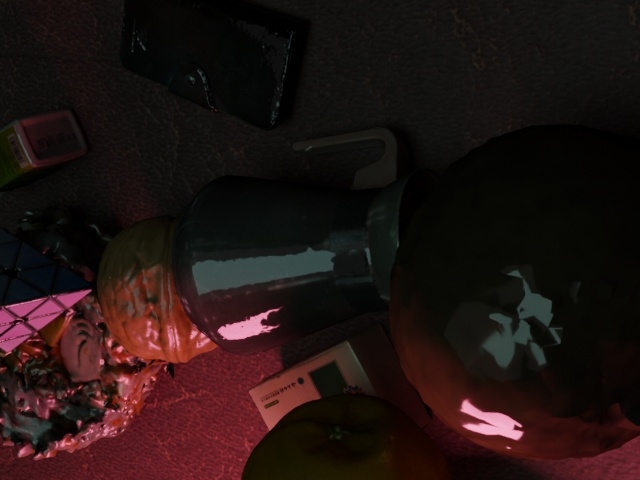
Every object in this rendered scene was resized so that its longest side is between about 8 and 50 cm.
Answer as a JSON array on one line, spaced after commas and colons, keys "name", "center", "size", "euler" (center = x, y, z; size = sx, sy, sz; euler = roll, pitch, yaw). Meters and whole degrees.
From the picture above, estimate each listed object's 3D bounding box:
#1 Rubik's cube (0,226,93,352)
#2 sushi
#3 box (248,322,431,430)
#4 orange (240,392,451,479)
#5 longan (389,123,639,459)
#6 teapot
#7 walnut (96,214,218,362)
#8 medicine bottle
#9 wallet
[{"name": "Rubik's cube", "center": [-0.457, 0.083, 1.871], "size": [0.191, 0.178, 0.211], "euler": [-6, 101, 24]}, {"name": "sushi", "center": [-0.429, 0.144, 2.064], "size": [0.418, 0.176, 0.417], "euler": [8, 105, 32]}, {"name": "box", "center": [0.027, 0.240, 1.838], "size": [0.212, 0.095, 0.168], "euler": [-30, 89, 36]}, {"name": "orange", "center": [0.032, 0.324, 1.632], "size": [0.279, 0.279, 0.235], "euler": [2, 126, 34]}, {"name": "longan", "center": [0.269, 0.064, 1.445], "size": [0.391, 0.391, 0.391], "euler": [10, 109, 31]}, {"name": "teapot", "center": [0.000, 0.000, 1.718], "size": [0.344, 0.253, 0.300], "euler": [-6, 69, 28]}, {"name": "walnut", "center": [-0.219, 0.072, 1.881], "size": [0.228, 0.228, 0.227], "euler": [10, 109, 31]}, {"name": "medicine bottle", "center": [-0.487, -0.136, 2.049], "size": [0.189, 0.132, 0.088], "euler": [-23, 91, 38]}, {"name": "wallet", "center": [-0.169, -0.281, 1.846], "size": [0.318, 0.045, 0.172], "euler": [25, 115, 27]}]
